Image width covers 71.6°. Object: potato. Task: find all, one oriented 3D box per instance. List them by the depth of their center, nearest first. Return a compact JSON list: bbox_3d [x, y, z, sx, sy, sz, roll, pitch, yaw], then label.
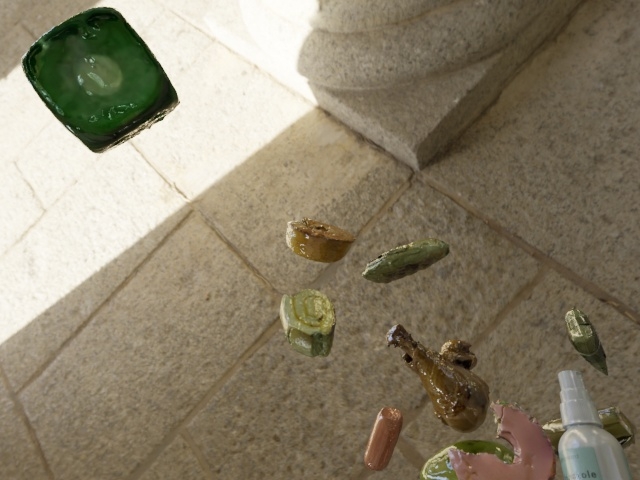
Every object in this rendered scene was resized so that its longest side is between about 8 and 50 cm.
[{"bbox_3d":[0.446,0.699,1.289,0.304,0.216,0.216,-31,58,32],"label":"potato"}]

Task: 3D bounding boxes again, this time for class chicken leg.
[{"bbox_3d":[0.390,0.405,1.452,0.409,0.182,0.295,42,52,-2],"label":"chicken leg"}]

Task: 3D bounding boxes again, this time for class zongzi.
[{"bbox_3d":[0.580,0.217,0.965,0.055,0.119,0.109,-32,18,30],"label":"zongzi"},{"bbox_3d":[0.830,0.603,1.375,0.260,0.289,0.123,-27,56,24],"label":"zongzi"}]

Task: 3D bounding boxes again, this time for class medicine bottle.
[{"bbox_3d":[0.505,0.418,0.820,0.110,0.110,0.352,-8,50,17],"label":"medicine bottle"}]

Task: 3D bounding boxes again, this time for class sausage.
[{"bbox_3d":[0.078,0.248,0.553,0.034,0.034,0.083,21,105,27],"label":"sausage"}]

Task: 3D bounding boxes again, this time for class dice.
[{"bbox_3d":[-0.257,-0.187,0.536,0.131,0.128,0.120,-37,17,-8],"label":"dice"}]

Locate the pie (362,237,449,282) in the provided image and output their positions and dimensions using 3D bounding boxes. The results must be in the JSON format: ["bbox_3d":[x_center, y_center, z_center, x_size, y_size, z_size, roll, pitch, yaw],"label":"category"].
[{"bbox_3d":[0.270,0.071,1.423,0.306,0.306,0.071,-24,73,9],"label":"pie"}]

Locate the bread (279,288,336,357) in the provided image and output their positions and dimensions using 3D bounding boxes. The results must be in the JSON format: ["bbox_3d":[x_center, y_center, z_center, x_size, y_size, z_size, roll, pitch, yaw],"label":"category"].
[{"bbox_3d":[-0.041,0.284,1.499,0.186,0.124,0.257,6,32,-16],"label":"bread"}]

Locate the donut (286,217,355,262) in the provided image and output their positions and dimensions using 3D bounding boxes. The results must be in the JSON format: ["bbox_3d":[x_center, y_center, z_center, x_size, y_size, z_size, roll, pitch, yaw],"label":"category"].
[{"bbox_3d":[0.000,0.000,0.643,0.097,0.108,0.043,22,107,22],"label":"donut"}]

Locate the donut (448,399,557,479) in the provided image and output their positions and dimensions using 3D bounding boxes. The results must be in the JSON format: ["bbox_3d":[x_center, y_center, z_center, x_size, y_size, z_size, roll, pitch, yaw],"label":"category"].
[{"bbox_3d":[0.426,0.503,1.019,0.233,0.085,0.199,-38,53,-14],"label":"donut"}]
